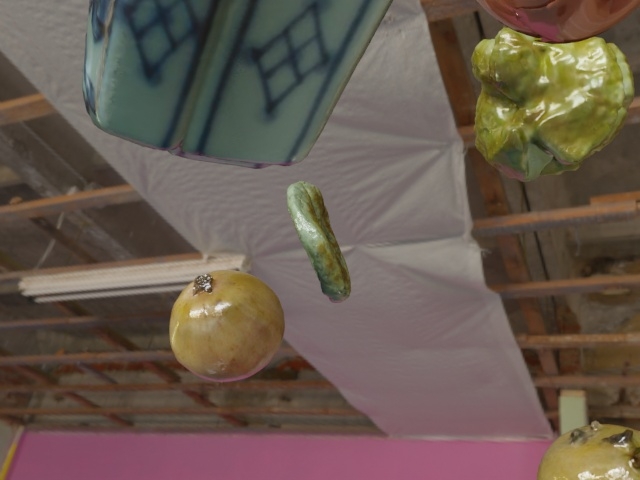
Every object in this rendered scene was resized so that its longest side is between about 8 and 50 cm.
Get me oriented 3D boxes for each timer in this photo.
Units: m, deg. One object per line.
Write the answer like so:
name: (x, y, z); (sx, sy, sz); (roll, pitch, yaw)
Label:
timer: (0.258, -0.333, 0.698); (0.230, 0.214, 0.229); (-22, -23, -10)

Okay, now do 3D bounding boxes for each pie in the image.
pie: (0.000, 0.000, 1.193); (0.054, 0.240, 0.240); (-22, -40, 8)

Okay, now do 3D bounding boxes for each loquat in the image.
loquat: (0.352, 0.295, 0.792); (0.172, 0.149, 0.204); (15, -47, 8)

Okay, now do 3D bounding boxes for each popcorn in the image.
popcorn: (0.354, -0.228, 1.068); (0.277, 0.225, 0.276); (7, -74, 25)

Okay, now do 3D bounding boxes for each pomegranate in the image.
pomegranate: (-0.154, 0.139, 1.085); (0.191, 0.191, 0.191); (8, -33, 5)

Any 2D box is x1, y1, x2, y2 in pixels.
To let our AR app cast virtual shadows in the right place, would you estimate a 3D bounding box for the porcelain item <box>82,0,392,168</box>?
porcelain item: (-0.061, -0.213, 0.432); (0.157, 0.281, 0.286); (10, -39, -22)
